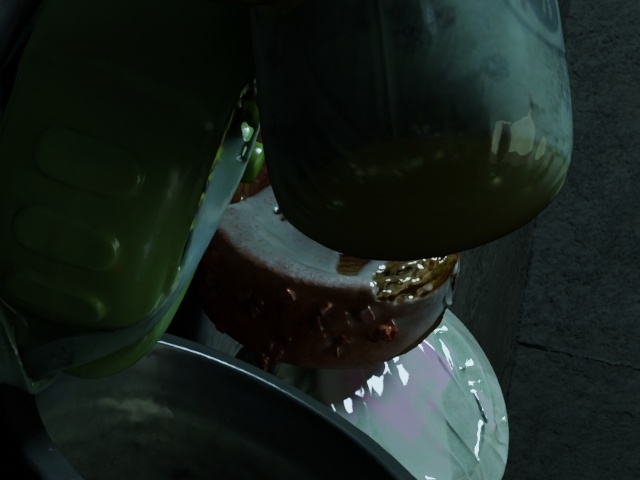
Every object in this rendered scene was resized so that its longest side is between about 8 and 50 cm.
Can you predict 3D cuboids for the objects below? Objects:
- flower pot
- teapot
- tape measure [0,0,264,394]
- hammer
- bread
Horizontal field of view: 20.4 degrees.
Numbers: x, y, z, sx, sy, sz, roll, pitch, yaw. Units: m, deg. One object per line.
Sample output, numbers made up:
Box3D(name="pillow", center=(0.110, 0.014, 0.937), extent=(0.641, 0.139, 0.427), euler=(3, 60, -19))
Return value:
Box3D(name="flower pot", center=(-0.064, 0.159, 0.787), extent=(0.148, 0.235, 0.235), euler=(-63, 172, 16))
Box3D(name="teapot", center=(0.000, 0.145, 1.056), extent=(0.178, 0.163, 0.222), euler=(-43, -156, 48))
Box3D(name="tape measure", center=(-0.081, -0.041, 0.716), extent=(0.175, 0.106, 0.200), euler=(108, 5, -49))
Box3D(name="hammer", center=(-0.047, -0.103, 0.576), extent=(0.305, 0.113, 0.202), euler=(8, 66, -39))
Box3D(name="bread", center=(0.000, 0.000, 0.992), extent=(0.160, 0.160, 0.073), euler=(-66, 171, -47))
